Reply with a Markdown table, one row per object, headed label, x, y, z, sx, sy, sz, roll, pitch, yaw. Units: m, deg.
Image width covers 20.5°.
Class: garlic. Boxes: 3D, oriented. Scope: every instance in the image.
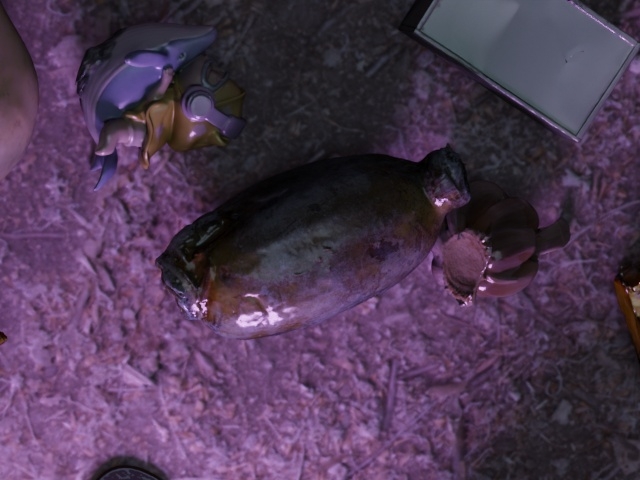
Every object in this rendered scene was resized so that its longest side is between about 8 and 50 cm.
| label | x | y | z | sx | sy | sz | roll | pitch | yaw |
| --- | --- | --- | --- | --- | --- | --- | --- | --- | --- |
| garlic | 0.204 | -0.006 | 1.977 | 0.194 | 0.127 | 0.131 | -20 | 123 | -33 |

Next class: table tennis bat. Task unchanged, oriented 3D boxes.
| label | x | y | z | sx | sy | sz | roll | pitch | yaw |
| --- | --- | --- | --- | --- | --- | --- | --- | --- | --- |
| table tennis bat | -0.188 | 0.312 | 1.993 | 0.156 | 0.013 | 0.087 | 32 | 91 | -13 |

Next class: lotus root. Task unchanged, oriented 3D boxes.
| label | x | y | z | sx | sy | sz | roll | pitch | yaw |
| --- | --- | --- | --- | --- | --- | --- | --- | --- | --- |
| lotus root | 0.000 | 0.002 | 1.900 | 0.350 | 0.175 | 0.175 | -21 | 102 | -7 |

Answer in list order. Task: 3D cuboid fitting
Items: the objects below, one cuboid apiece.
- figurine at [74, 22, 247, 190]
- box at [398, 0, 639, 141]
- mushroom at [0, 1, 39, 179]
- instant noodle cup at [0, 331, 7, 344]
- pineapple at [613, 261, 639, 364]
| label | x | y | z | sx | sy | sz | roll | pitch | yaw |
| --- | --- | --- | --- | --- | --- | --- | --- | --- | --- |
| figurine | -0.175 | -0.142 | 1.871 | 0.184 | 0.128 | 0.208 | 32 | 100 | -16 |
| box | 0.217 | -0.224 | 1.949 | 0.225 | 0.086 | 0.129 | 32 | 93 | -14 |
| mushroom | -0.418 | -0.154 | 1.794 | 0.254 | 0.234 | 0.260 | 33 | 49 | -42 |
| instant noodle cup | -0.441 | 0.068 | 1.824 | 0.205 | 0.205 | 0.153 | -18 | 91 | -8 |
| pineapple | 0.435 | 0.106 | 2.044 | 0.236 | 0.114 | 0.186 | 17 | 96 | -3 |
